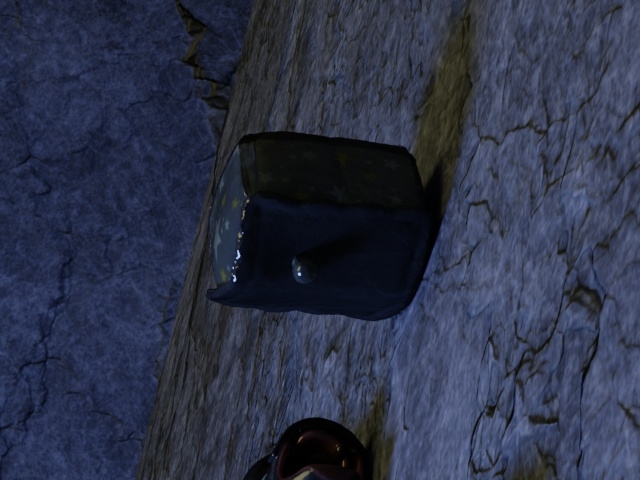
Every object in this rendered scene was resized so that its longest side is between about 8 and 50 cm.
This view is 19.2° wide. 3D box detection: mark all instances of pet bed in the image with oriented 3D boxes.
[{"bbox_3d":[0.000,0.000,1.921,0.183,0.211,0.159,116,154,-46],"label":"pet bed"}]

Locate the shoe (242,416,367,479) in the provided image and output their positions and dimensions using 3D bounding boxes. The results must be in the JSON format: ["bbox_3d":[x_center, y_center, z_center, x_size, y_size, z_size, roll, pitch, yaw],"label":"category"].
[{"bbox_3d":[-0.019,0.246,1.942,0.291,0.114,0.137,-141,60,-76],"label":"shoe"}]
